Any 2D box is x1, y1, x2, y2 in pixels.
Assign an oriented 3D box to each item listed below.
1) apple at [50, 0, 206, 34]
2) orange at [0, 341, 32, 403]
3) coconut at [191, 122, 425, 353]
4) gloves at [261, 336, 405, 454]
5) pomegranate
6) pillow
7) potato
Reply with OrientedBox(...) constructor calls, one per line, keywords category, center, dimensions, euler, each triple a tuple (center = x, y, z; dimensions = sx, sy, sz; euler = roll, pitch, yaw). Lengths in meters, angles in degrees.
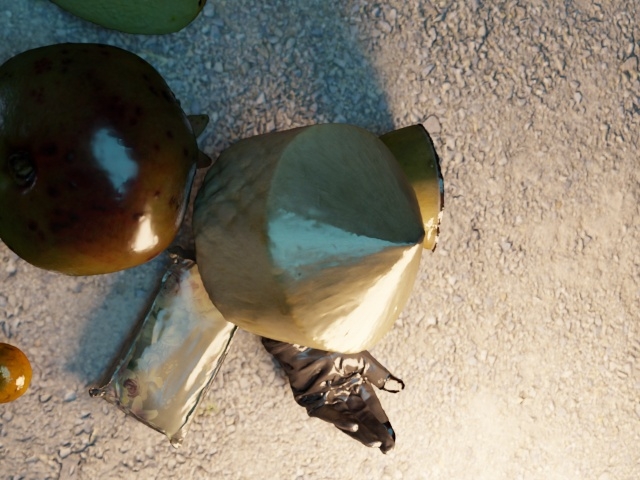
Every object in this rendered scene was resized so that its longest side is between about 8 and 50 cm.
OrientedBox(category="apple", center=(-0.264, -0.414, 1.352), dimensions=(0.346, 0.179, 0.254), euler=(43, 77, -27))
OrientedBox(category="orange", center=(-0.412, 0.170, 1.429), dimensions=(0.083, 0.070, 0.083), euler=(-2, 102, -9))
OrientedBox(category="coconut", center=(0.000, 0.000, 1.413), dimensions=(0.329, 0.329, 0.328), euler=(-4, 99, -24))
OrientedBox(category="gloves", center=(0.021, 0.191, 1.610), dimensions=(0.142, 0.119, 0.285), euler=(-38, 97, -4))
OrientedBox(category="pomegranate", center=(-0.282, -0.111, 1.379), dimensions=(0.291, 0.323, 0.290), euler=(2, 111, 5))
OrientedBox(category="pillow", center=(-0.196, 0.140, 1.532), dimensions=(0.169, 0.059, 0.255), euler=(32, 84, -22))
OrientedBox(category="potato", center=(0.098, -0.072, 1.572), dimensions=(0.117, 0.202, 0.182), euler=(-4, 108, -7))
